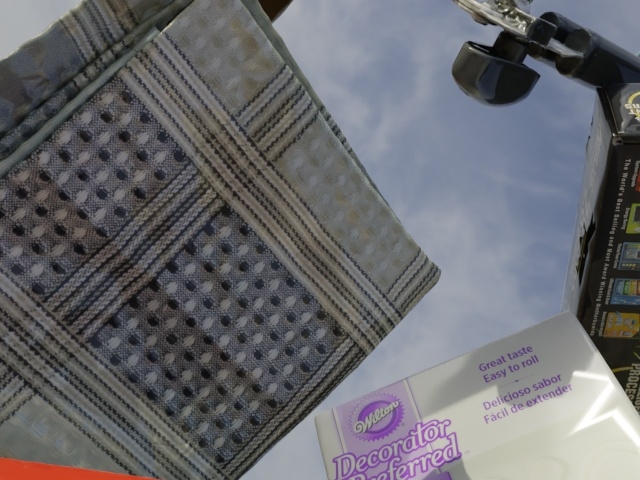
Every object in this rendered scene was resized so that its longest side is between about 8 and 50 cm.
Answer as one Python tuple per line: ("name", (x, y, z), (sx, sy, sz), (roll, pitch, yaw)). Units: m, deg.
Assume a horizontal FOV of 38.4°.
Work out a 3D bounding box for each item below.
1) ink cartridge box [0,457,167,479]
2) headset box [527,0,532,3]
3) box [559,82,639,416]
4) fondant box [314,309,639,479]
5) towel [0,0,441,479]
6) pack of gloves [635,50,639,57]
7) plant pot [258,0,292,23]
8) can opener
("ink cartridge box", (-0.016, 0.140, 0.396), (0.189, 0.066, 0.232), (25, 7, -45))
("headset box", (0.094, -0.337, 0.855), (0.283, 0.247, 0.131), (-75, 180, -61))
("box", (0.402, 0.036, 0.882), (0.097, 0.319, 0.394), (-86, 175, -49))
("fondant box", (0.145, 0.227, 0.667), (0.330, 0.238, 0.096), (-108, 173, -54))
("towel", (-0.102, 0.015, 0.584), (0.324, 0.312, 0.056), (53, -10, -25))
("pack of gloves", (0.428, -0.169, 1.099), (0.232, 0.046, 0.194), (139, -51, -69))
("plant pot", (-0.157, -0.426, 1.202), (0.254, 0.237, 0.237), (35, -31, 13))
("can opener", (0.208, -0.155, 0.806), (0.074, 0.280, 0.093), (47, -60, 40))
